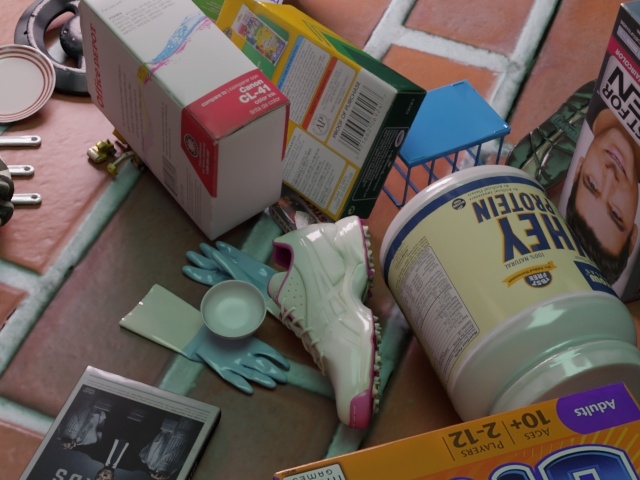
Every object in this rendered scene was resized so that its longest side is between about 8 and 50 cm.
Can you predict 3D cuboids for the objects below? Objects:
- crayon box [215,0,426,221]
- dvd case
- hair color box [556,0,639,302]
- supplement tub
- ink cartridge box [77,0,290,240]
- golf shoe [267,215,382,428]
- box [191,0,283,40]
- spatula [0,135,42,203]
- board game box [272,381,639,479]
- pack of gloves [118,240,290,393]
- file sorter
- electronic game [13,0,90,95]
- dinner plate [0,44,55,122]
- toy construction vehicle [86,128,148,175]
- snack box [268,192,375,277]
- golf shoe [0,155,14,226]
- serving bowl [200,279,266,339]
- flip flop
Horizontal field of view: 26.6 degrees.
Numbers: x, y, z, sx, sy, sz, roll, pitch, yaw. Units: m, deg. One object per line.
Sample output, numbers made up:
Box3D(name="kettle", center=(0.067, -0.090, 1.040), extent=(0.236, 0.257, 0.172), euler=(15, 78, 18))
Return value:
Box3D(name="crayon box", center=(-0.028, -0.196, 1.893), extent=(0.323, 0.203, 0.083), euler=(37, 24, 28))
Box3D(name="dvd case", center=(-0.242, 0.264, 1.571), extent=(0.179, 0.029, 0.238), euler=(16, 47, 10))
Box3D(name="hair color box", center=(0.435, -0.114, 1.756), extent=(0.114, 0.374, 0.185), euler=(-14, 50, -18))
Box3D(name="supplement tub", center=(0.234, 0.092, 1.639), extent=(0.235, 0.235, 0.324), euler=(-14, 50, -18))
Box3D(name="ink cartridge box", center=(-0.184, -0.188, 1.821), extent=(0.131, 0.226, 0.306), euler=(-30, 64, -23))
Box3D(name="golf shoe", center=(0.005, 0.104, 1.689), extent=(0.140, 0.115, 0.306), euler=(-3, 49, -3))
Box3D(name="box", center=(-0.178, -0.442, 2.106), extent=(0.262, 0.127, 0.231), euler=(24, 56, -11))
Box3D(name="spatula", center=(-0.513, -0.102, 1.895), extent=(0.242, 0.019, 0.168), euler=(-2, 46, -8))
Box3D(name="board game box", center=(0.168, 0.409, 1.250), extent=(0.357, 0.356, 0.356), euler=(-12, 49, -16))
Box3D(name="pack of gloves", center=(-0.109, 0.085, 1.741), extent=(0.232, 0.046, 0.195), euler=(27, 49, 18))
Box3D(name="file sorter", center=(0.162, -0.136, 1.935), extent=(0.170, 0.104, 0.118), euler=(-20, 52, -22))
Box3D(name="electronic game", center=(-0.356, -0.312, 2.087), extent=(0.229, 0.048, 0.229), euler=(2, 55, -3))
Box3D(name="dinner plate", center=(-0.462, -0.230, 2.004), extent=(0.141, 0.017, 0.141), euler=(-1, 62, 3))
Box3D(name="toy construction vehicle", center=(-0.279, -0.136, 1.938), extent=(0.098, 0.035, 0.086), euler=(-28, 55, -28))
Box3D(name="snack box", center=(0.000, 0.000, 1.847), extent=(0.064, 0.022, 0.178), euler=(-21, 52, -25))
Box3D(name="golf shoe", center=(-0.549, -0.066, 1.806), extent=(0.273, 0.105, 0.120), euler=(-1, 43, -15))
Box3D(name="serving bowl", center=(-0.109, 0.092, 1.707), extent=(0.083, 0.027, 0.083), euler=(0, 58, -1))
Box3D(name="flip flop", center=(0.385, -0.147, 1.996), extent=(0.277, 0.080, 0.112), euler=(-37, 63, -15))
